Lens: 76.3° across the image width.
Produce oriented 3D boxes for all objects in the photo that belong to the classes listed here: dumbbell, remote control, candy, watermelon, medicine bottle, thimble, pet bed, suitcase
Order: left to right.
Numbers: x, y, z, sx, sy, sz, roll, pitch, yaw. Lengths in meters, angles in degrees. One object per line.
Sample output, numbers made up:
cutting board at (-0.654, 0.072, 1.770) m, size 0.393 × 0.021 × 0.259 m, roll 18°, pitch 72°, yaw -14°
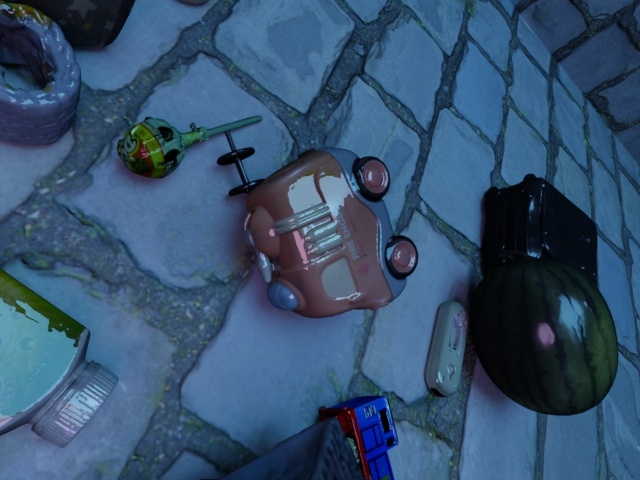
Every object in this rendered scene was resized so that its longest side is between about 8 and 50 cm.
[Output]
medicine bottle at (-0.328, 0.134, 0.441) m, size 0.188 × 0.088 × 0.132 m, roll 42°, pitch 52°, yaw -15°
thimble at (-0.385, -0.208, 0.519) m, size 0.127 × 0.118 × 0.151 m, roll -10°, pitch 79°, yaw -39°
pet bed at (-0.380, -0.404, 0.566) m, size 0.159 × 0.183 × 0.210 m, roll -18°, pitch 86°, yaw -46°
candy at (-0.194, -0.181, 0.683) m, size 0.083 × 0.091 × 0.305 m, roll 49°, pitch 43°, yaw 3°
dumbbell at (-0.134, -0.117, 0.695) m, size 0.069 × 0.069 × 0.146 m, roll -25°, pitch 97°, yaw -40°
remote control at (0.280, 0.229, 0.884) m, size 0.078 × 0.042 × 0.221 m, roll 38°, pitch 53°, yaw -20°
watermelon at (0.474, 0.190, 0.889) m, size 0.279 × 0.279 × 0.358 m, roll -9°, pitch 88°, yaw -39°
suitcase at (0.616, 0.027, 1.142) m, size 0.346 × 0.188 × 0.338 m, roll 29°, pitch 62°, yaw -26°

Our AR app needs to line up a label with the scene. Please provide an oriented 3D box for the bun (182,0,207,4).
bun at (-0.252, -0.530, 0.768) m, size 0.138 × 0.094 × 0.138 m, roll 15°, pitch 65°, yaw -35°

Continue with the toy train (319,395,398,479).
toy train at (0.066, 0.360, 0.646) m, size 0.131 × 0.083 × 0.203 m, roll -3°, pitch 74°, yaw -39°

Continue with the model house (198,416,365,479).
model house at (-0.035, 0.390, 0.446) m, size 0.339 × 0.298 × 0.359 m, roll -22°, pitch 86°, yaw -48°

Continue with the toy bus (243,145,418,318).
toy bus at (0.000, 0.000, 0.659) m, size 0.232 × 0.194 × 0.287 m, roll -25°, pitch 102°, yaw -32°
